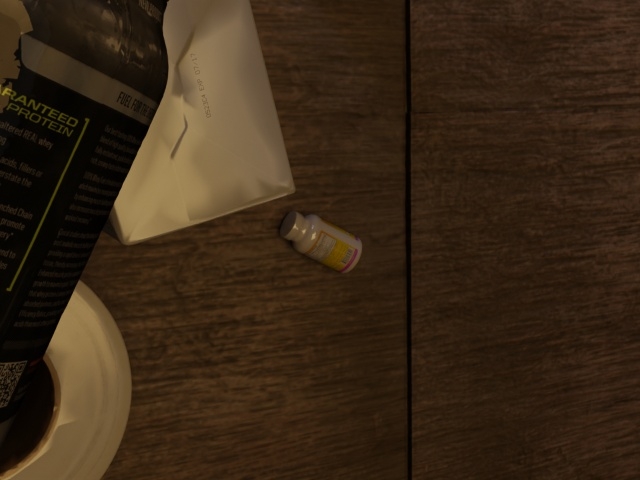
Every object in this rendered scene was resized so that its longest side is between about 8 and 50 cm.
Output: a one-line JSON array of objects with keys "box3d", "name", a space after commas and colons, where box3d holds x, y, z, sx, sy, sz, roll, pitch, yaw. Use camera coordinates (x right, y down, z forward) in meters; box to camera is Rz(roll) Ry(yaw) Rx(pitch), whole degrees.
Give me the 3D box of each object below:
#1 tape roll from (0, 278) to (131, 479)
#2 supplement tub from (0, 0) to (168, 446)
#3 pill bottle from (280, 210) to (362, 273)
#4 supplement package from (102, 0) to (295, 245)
[{"box3d": [-0.293, 0.109, 0.696, 0.246, 0.169, 0.246, -4, 100, -24], "name": "tape roll"}, {"box3d": [-0.221, -0.048, 0.486, 0.207, 0.207, 0.338, 25, 92, -26], "name": "supplement tub"}, {"box3d": [0.000, 0.000, 0.889, 0.083, 0.043, 0.043, 28, 85, -26], "name": "pill bottle"}, {"box3d": [-0.144, -0.119, 0.714, 0.149, 0.203, 0.194, -18, 105, -22], "name": "supplement package"}]
